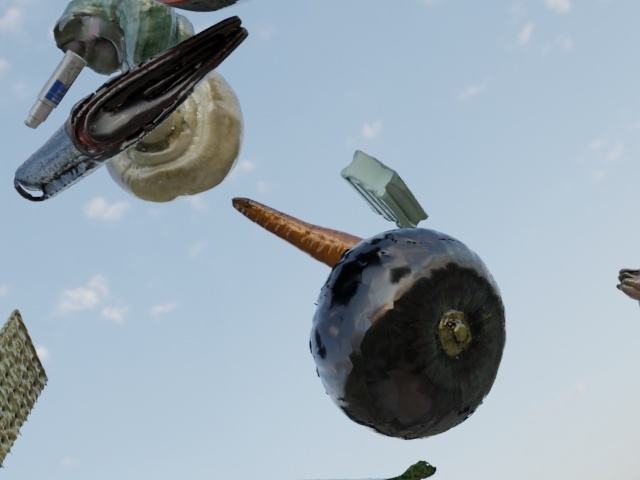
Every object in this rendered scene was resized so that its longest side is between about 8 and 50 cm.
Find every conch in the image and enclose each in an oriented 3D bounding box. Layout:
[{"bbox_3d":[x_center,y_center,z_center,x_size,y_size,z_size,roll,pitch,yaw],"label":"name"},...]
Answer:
[{"bbox_3d":[-0.341,-0.384,1.972,0.277,0.195,0.220,14,-57,-18],"label":"conch"}]

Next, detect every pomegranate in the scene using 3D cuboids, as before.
[{"bbox_3d":[0.563,0.073,1.757,0.125,0.163,0.138,-59,-3,-44],"label":"pomegranate"}]

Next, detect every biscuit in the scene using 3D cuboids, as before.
[{"bbox_3d":[-0.435,0.211,1.479,0.016,0.231,0.139,-8,-62,10],"label":"biscuit"}]

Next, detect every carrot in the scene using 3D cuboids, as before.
[{"bbox_3d":[0.000,0.000,1.400,0.061,0.257,0.061,-63,1,3],"label":"carrot"}]

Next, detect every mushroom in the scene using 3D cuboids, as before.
[{"bbox_3d":[-0.264,-0.188,1.847,0.260,0.254,0.234,-66,-22,3],"label":"mushroom"}]

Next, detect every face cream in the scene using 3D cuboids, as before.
[{"bbox_3d":[-0.400,-0.223,1.613,0.130,0.034,0.034,-53,-27,5],"label":"face cream"}]

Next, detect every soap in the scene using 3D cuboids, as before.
[{"bbox_3d":[0.125,-0.090,2.064,0.063,0.114,0.198,-54,-30,-4],"label":"soap"}]

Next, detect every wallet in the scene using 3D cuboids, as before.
[{"bbox_3d":[-0.216,-0.147,1.238,0.262,0.071,0.221,-43,9,-31],"label":"wallet"}]

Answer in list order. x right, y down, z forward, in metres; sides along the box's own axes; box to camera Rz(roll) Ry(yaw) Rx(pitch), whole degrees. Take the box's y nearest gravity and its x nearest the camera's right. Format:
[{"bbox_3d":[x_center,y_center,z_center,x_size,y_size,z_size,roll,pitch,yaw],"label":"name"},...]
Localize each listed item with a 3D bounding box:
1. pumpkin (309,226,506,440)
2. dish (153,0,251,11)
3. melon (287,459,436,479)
[{"bbox_3d":[0.097,0.100,1.185,0.233,0.233,0.163,-17,7,-31],"label":"pumpkin"},{"bbox_3d":[-0.098,-0.366,1.192,0.256,0.256,0.117,-42,-25,20],"label":"dish"},{"bbox_3d":[0.013,0.302,1.296,0.262,0.053,0.114,-11,-7,18],"label":"melon"}]
